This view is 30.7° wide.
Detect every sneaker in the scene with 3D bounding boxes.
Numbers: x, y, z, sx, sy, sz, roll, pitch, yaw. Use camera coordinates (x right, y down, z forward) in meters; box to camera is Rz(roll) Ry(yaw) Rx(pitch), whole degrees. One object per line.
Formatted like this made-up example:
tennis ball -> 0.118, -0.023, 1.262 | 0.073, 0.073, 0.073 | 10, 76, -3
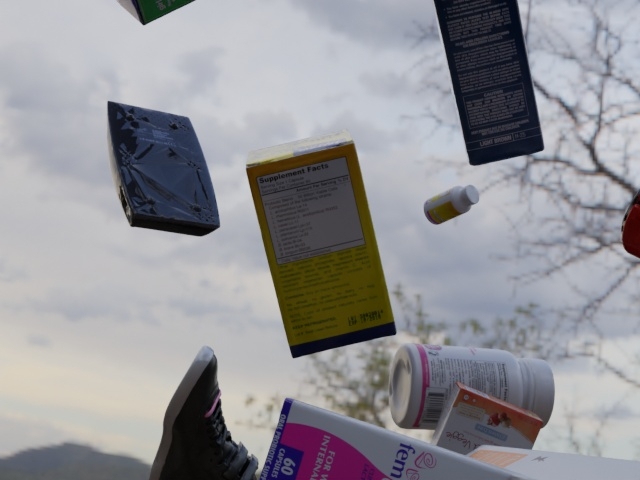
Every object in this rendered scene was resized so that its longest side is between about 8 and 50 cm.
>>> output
sneaker -> -0.144, 0.274, 1.636 | 0.147, 0.104, 0.296 | 23, -52, 7

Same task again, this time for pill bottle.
pill bottle -> 0.198, -0.056, 1.750 | 0.043, 0.043, 0.083 | 22, -32, -36
pill bottle -> 0.283, 0.281, 2.189 | 0.283, 0.160, 0.160 | 6, -16, -13

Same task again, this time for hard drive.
hard drive -> -0.268, -0.115, 1.921 | 0.172, 0.254, 0.054 | 8, -44, -33

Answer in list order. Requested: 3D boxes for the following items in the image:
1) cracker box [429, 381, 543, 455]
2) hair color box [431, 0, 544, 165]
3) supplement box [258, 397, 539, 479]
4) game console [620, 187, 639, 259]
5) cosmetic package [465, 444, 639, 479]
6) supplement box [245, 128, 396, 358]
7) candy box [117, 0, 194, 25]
cracker box -> 0.262, 0.381, 1.998 | 0.156, 0.232, 0.067 | 22, 3, -2
hair color box -> 0.202, -0.291, 1.504 | 0.105, 0.174, 0.347 | -12, -63, 8
supplement box -> 0.066, 0.225, 1.012 | 0.220, 0.111, 0.114 | 14, -9, 27
game console -> 0.475, -0.118, 1.135 | 0.386, 0.342, 0.060 | -2, 34, -44
cosmetic package -> 0.287, 0.400, 1.548 | 0.230, 0.161, 0.453 | -22, 5, -28
supplement box -> 0.000, 0.000, 2.088 | 0.194, 0.356, 0.195 | -13, 12, 0
candy box -> -0.227, -0.517, 1.931 | 0.268, 0.317, 0.122 | 45, -20, 41
